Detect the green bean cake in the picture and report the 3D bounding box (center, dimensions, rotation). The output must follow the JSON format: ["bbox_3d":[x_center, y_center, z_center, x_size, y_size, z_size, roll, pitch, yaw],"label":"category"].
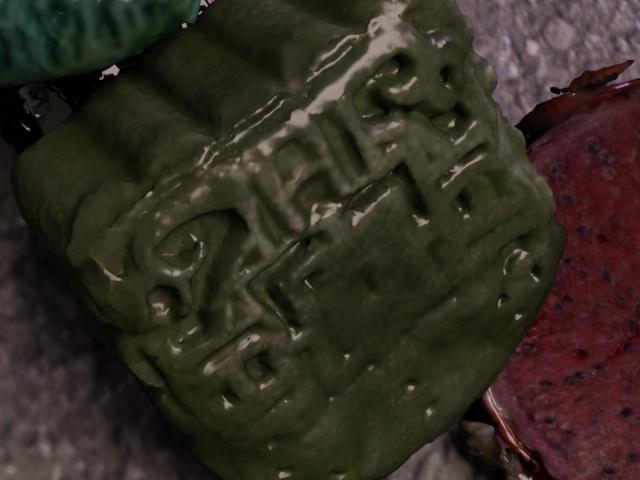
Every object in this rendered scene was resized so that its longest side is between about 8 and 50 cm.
[{"bbox_3d":[0.000,0.000,0.521,0.222,0.125,0.227,-41,130,-11],"label":"green bean cake"}]

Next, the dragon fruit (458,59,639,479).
[{"bbox_3d":[0.273,0.028,0.662,0.263,0.314,0.296,-14,103,-58],"label":"dragon fruit"}]

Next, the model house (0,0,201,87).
[{"bbox_3d":[-0.177,-0.224,0.438,0.261,0.241,0.225,8,57,15],"label":"model house"}]

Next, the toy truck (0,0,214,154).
[{"bbox_3d":[-0.060,-0.093,0.594,0.208,0.113,0.126,-31,90,-33],"label":"toy truck"}]
